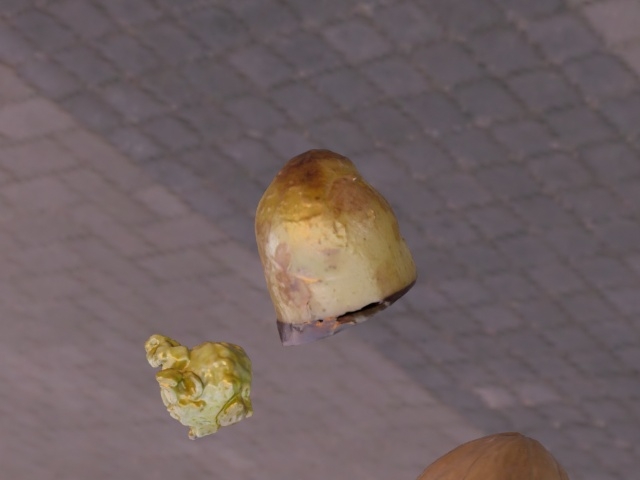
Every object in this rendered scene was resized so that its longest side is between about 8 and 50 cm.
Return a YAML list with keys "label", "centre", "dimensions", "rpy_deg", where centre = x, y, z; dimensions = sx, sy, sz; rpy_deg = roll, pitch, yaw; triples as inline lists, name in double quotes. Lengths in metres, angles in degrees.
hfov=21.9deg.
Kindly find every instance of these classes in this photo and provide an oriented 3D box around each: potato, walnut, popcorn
- label: "potato"
  centre: [0.000, 0.000, 1.003]
  dimensions: [0.096, 0.103, 0.066]
  rpy_deg: [-25, -175, 1]
- label: "walnut"
  centre: [0.120, 0.220, 1.194]
  dimensions: [0.140, 0.162, 0.140]
  rpy_deg: [3, -179, 0]
- label: "popcorn"
  centre: [-0.081, 0.093, 1.103]
  dimensions: [0.083, 0.068, 0.059]
  rpy_deg: [31, 144, 20]
